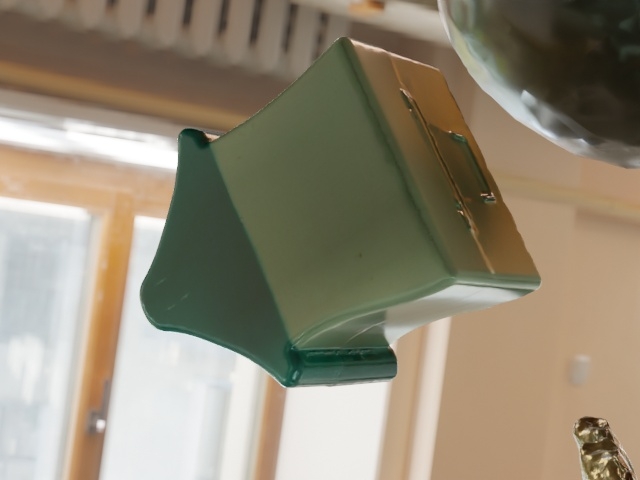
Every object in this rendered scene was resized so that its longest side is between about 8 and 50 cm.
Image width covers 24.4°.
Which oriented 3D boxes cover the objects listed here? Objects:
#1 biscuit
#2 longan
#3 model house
[{"bbox_3d":[0.224,0.215,1.013,0.045,0.154,0.299,-32,-179,10],"label":"biscuit"},{"bbox_3d":[0.340,-0.270,1.454,0.404,0.404,0.436,7,-149,34],"label":"longan"},{"bbox_3d":[0.000,0.000,0.666,0.149,0.127,0.100,-30,163,23],"label":"model house"}]
